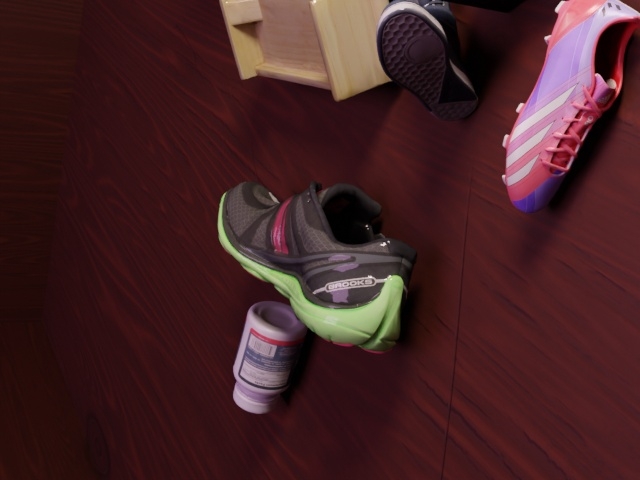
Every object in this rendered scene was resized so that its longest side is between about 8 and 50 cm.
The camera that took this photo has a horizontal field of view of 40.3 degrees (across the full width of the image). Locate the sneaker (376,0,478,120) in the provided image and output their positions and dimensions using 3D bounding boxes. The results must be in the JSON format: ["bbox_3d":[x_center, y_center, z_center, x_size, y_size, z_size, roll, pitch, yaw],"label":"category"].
[{"bbox_3d":[0.118,-0.266,1.086,0.086,0.226,0.163,-21,61,19],"label":"sneaker"}]

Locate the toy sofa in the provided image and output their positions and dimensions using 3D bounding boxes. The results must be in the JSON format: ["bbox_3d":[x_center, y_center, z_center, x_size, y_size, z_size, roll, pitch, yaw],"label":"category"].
[{"bbox_3d":[-0.001,-0.332,1.371,0.362,0.177,0.150,26,136,57],"label":"toy sofa"}]

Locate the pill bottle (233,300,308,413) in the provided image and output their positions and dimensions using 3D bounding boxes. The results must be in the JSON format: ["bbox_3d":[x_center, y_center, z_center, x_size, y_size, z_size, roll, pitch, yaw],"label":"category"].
[{"bbox_3d":[-0.094,0.207,1.521,0.108,0.108,0.180,50,131,48],"label":"pill bottle"}]

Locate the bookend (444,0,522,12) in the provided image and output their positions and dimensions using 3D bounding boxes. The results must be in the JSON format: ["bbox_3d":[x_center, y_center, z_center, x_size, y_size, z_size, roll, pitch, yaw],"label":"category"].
[{"bbox_3d":[0.198,-0.337,0.987,0.156,0.157,0.072,-30,64,57],"label":"bookend"}]

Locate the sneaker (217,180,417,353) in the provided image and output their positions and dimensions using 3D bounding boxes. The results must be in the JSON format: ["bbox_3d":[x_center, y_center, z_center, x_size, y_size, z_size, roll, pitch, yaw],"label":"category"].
[{"bbox_3d":[0.000,0.000,1.344,0.483,0.185,0.202,35,101,51],"label":"sneaker"}]

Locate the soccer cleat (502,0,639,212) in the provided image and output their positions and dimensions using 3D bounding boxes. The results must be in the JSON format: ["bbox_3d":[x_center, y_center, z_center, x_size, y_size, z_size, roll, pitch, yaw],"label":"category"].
[{"bbox_3d":[0.269,-0.139,0.941,0.095,0.083,0.248,36,117,49],"label":"soccer cleat"}]
